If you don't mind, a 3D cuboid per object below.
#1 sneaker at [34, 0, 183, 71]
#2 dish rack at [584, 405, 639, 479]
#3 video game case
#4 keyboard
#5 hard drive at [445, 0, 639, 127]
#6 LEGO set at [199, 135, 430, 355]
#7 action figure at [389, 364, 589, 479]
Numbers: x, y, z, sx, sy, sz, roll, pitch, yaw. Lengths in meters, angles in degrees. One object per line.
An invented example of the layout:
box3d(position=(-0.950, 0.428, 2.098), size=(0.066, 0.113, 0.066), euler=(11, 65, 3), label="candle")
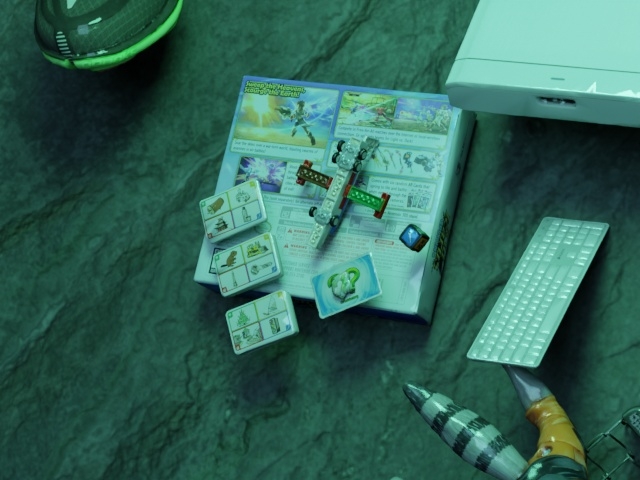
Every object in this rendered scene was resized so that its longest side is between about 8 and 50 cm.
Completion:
box3d(position=(-0.235, -0.408, 2.077), size=(0.185, 0.202, 0.483), euler=(2, 62, 21), label="sneaker")
box3d(position=(0.284, 0.307, 1.750), size=(0.271, 0.074, 0.208), euler=(-43, 61, 6), label="dish rack")
box3d(position=(0.016, -0.047, 1.976), size=(0.269, 0.061, 0.244), euler=(8, 78, 24), label="video game case")
box3d(position=(0.221, 0.048, 1.801), size=(0.072, 0.014, 0.256), euler=(1, 33, 27), label="keyboard")
box3d(position=(0.293, -0.268, 1.872), size=(0.233, 0.047, 0.353), euler=(7, 53, 24), label="hard drive")
box3d(position=(0.000, 0.000, 1.919), size=(0.244, 0.060, 0.182), euler=(-23, 70, 24), label="LEGO set")
box3d(position=(0.178, 0.282, 1.655), size=(0.341, 0.178, 0.330), euler=(-42, 44, -7), label="action figure")
